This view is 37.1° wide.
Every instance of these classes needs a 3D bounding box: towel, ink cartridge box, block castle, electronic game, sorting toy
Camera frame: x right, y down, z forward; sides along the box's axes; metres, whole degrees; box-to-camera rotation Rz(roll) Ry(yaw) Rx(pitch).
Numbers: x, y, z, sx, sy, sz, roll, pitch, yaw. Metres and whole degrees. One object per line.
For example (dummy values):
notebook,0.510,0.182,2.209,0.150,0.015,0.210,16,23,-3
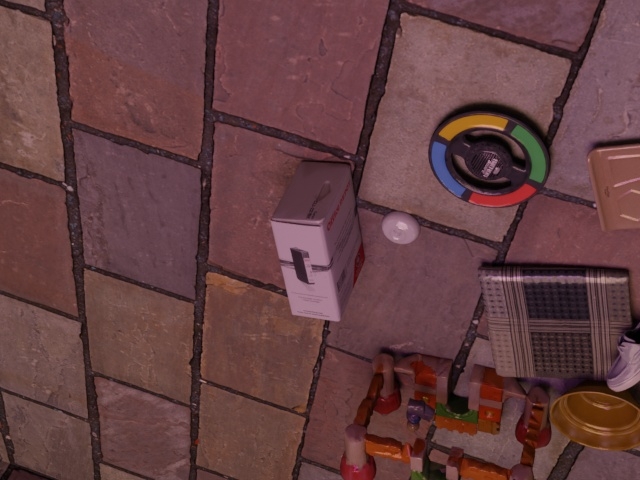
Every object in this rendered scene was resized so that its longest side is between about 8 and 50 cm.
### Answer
towel,0.505,0.177,2.030,0.312,0.056,0.324,0,130,20
ink cartridge box,0.000,0.000,1.964,0.114,0.197,0.272,7,134,18
block castle,0.294,0.460,2.207,0.453,0.303,0.212,10,136,16
electronic game,0.315,-0.151,1.786,0.229,0.048,0.229,12,135,12
sorting toy,0.601,-0.102,1.720,0.208,0.038,0.193,-7,129,23

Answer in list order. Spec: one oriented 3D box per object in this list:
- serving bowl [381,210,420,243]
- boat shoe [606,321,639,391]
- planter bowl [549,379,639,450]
serving bowl,0.165,-0.022,1.994,0.083,0.027,0.083,13,135,13
boat shoe,0.645,0.208,1.933,0.081,0.079,0.227,31,113,-12
planter bowl,0.627,0.369,2.120,0.217,0.090,0.217,15,140,13
